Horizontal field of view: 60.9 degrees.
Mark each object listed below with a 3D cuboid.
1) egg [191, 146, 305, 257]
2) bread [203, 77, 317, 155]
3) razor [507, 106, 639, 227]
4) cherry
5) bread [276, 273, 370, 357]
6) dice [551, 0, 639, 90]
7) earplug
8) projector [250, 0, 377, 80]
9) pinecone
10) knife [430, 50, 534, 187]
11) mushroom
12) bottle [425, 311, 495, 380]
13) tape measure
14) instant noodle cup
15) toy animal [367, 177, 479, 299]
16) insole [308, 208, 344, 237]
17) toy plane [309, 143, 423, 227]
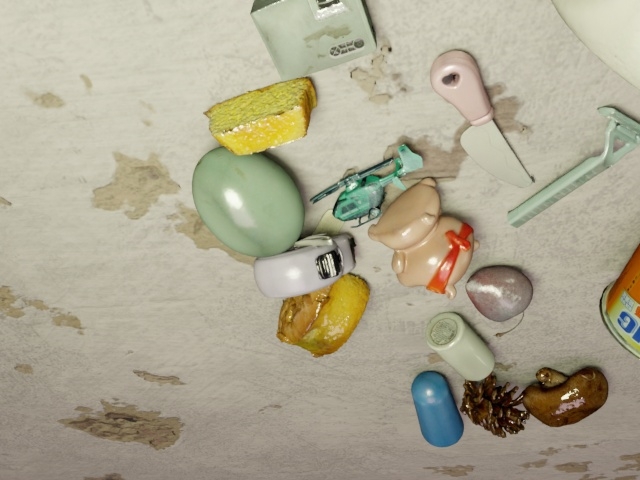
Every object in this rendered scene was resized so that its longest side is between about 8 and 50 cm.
[{"bbox_3d":[-0.124,-0.066,0.951,0.168,0.168,0.231,-23,132,26],"label":"egg"},{"bbox_3d":[-0.095,-0.193,0.858,0.187,0.103,0.065,-14,138,11],"label":"bread"},{"bbox_3d":[0.439,-0.107,0.959,0.111,0.056,0.278,20,135,-21],"label":"razor"},{"bbox_3d":[0.371,0.131,1.191,0.147,0.115,0.188,0,148,-26],"label":"cherry"},{"bbox_3d":[-0.006,0.182,1.243,0.160,0.147,0.260,27,133,-21],"label":"bread"},{"bbox_3d":[0.431,-0.309,0.546,0.304,0.304,0.277,15,137,-14],"label":"dice"},{"bbox_3d":[0.332,0.476,1.575,0.132,0.133,0.273,-10,133,14],"label":"earplug"},{"bbox_3d":[-0.007,-0.304,0.759,0.147,0.061,0.115,-13,137,17],"label":"projector"},{"bbox_3d":[0.474,0.451,1.495,0.195,0.150,0.179,27,165,37],"label":"pinecone"},{"bbox_3d":[0.270,-0.176,0.906,0.081,0.043,0.336,-18,137,30],"label":"knife"},{"bbox_3d":[0.679,0.436,1.493,0.194,0.138,0.231,32,131,-29],"label":"mushroom"},{"bbox_3d":[0.363,0.280,1.362,0.104,0.104,0.245,-24,132,27],"label":"bottle"},{"bbox_3d":[-0.038,0.042,1.063,0.195,0.178,0.105,-11,98,15],"label":"tape measure"},{"bbox_3d":[0.702,0.083,1.010,0.296,0.297,0.214,-1,131,4],"label":"instant noodle cup"},{"bbox_3d":[0.203,0.002,1.017,0.171,0.171,0.198,-31,111,32],"label":"toy animal"},{"bbox_3d":[0.000,0.000,1.137,0.063,0.010,0.192,18,137,-16],"label":"insole"},{"bbox_3d":[0.090,-0.095,0.997,0.235,0.060,0.096,-26,118,34],"label":"toy plane"}]
